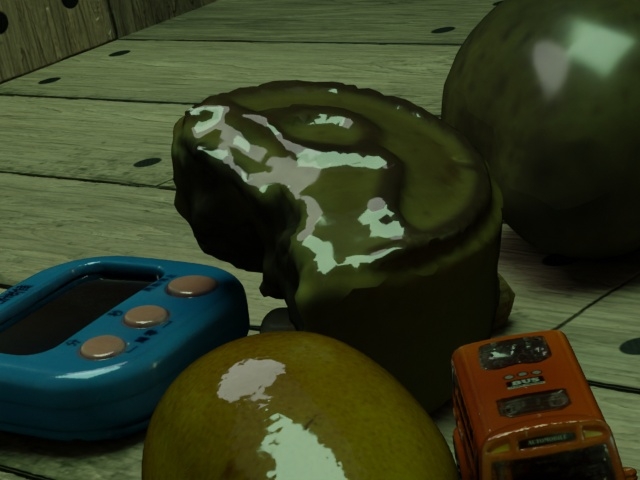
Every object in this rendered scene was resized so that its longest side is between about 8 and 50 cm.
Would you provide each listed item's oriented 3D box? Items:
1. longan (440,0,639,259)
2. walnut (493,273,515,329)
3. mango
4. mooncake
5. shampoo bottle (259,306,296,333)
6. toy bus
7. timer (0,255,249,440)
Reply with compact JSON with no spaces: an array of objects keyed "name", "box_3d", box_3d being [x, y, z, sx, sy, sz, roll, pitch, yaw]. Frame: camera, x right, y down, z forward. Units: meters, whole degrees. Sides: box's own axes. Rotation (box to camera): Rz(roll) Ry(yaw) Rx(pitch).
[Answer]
[{"name":"longan","box_3d":[0.335,-0.154,2.314,0.404,0.336,0.404,-22,38,18]},{"name":"walnut","box_3d":[0.177,0.066,2.161,0.096,0.082,0.079,-4,-12,0]},{"name":"mango","box_3d":[-0.013,0.221,1.606,0.264,0.221,0.378,-10,28,-11]},{"name":"mooncake","box_3d":[0.000,0.000,2.025,0.394,0.246,0.393,15,39,18]},{"name":"shampoo bottle","box_3d":[0.028,0.109,2.124,0.192,0.074,0.074,-3,20,20]},{"name":"toy bus","box_3d":[0.193,0.197,1.641,0.143,0.153,0.329,-9,18,2]},{"name":"timer","box_3d":[-0.264,0.122,2.185,0.309,0.115,0.340,6,25,31]}]
